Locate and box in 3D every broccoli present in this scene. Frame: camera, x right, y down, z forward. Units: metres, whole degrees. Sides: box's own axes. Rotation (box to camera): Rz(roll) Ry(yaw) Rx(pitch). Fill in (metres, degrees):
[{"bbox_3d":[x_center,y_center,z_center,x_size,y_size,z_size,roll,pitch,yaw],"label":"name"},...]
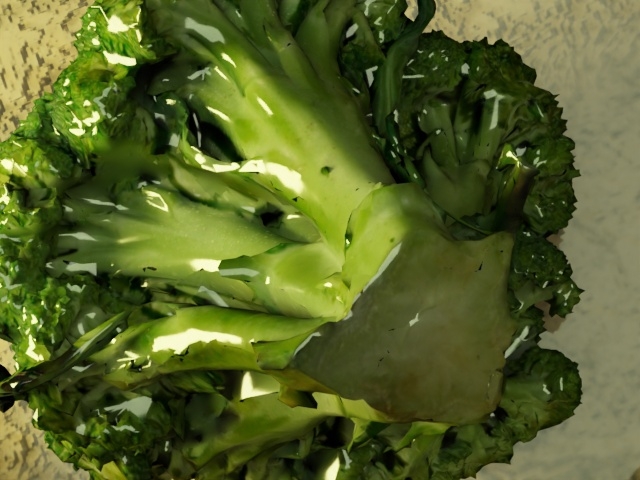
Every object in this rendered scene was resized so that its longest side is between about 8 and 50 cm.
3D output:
[{"bbox_3d":[0.000,0.000,0.764,0.321,0.283,0.304,8,99,-23],"label":"broccoli"}]
